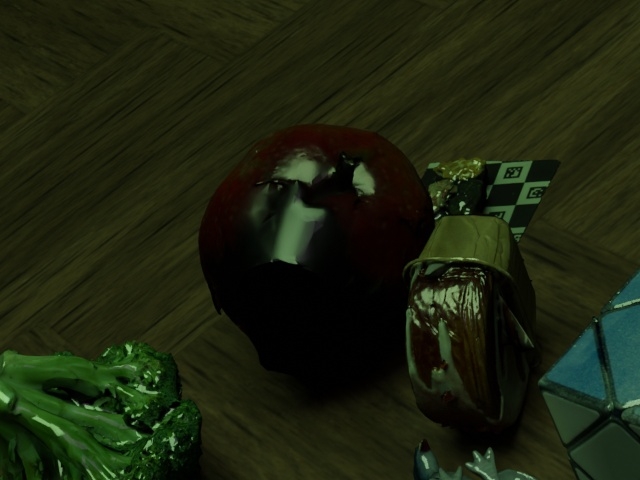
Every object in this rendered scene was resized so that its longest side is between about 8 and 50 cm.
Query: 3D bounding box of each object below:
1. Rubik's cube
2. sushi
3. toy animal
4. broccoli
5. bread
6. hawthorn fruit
[{"bbox_3d":[0.368,0.167,1.820,0.205,0.207,0.205,20,57,44],"label":"Rubik's cube"},{"bbox_3d":[0.174,-0.048,2.352,0.192,0.050,0.215,0,43,33],"label":"sushi"},{"bbox_3d":[0.155,0.284,1.897,0.239,0.176,0.255,-17,54,-11],"label":"toy animal"},{"bbox_3d":[-0.271,0.240,2.100,0.308,0.275,0.308,-47,23,27],"label":"broccoli"},{"bbox_3d":[0.171,0.098,2.027,0.142,0.224,0.212,-1,54,21],"label":"bread"},{"bbox_3d":[-0.005,0.011,2.198,0.316,0.316,0.316,-17,36,13],"label":"hawthorn fruit"}]
